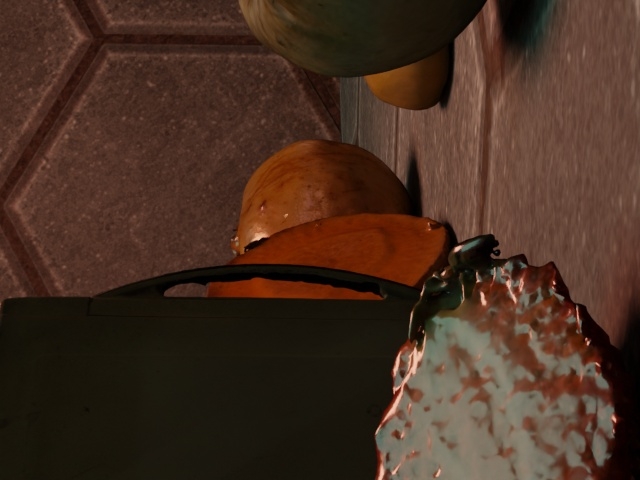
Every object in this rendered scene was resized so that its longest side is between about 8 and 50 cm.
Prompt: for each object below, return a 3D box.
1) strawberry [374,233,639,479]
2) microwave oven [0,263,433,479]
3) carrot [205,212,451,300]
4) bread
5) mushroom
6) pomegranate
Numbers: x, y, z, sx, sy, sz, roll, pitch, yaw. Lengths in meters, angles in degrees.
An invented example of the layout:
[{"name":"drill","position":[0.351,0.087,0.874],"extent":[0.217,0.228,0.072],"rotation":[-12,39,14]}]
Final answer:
[{"name":"strawberry","position":[0.114,0.119,0.763],"extent":[0.175,0.106,0.236],"rotation":[-21,64,47]},{"name":"microwave oven","position":[-0.057,0.219,1.157],"extent":[0.247,0.394,0.333],"rotation":[94,176,-51]},{"name":"carrot","position":[0.006,0.056,1.445],"extent":[0.307,0.258,0.100],"rotation":[-77,-26,-77]},{"name":"bread","position":[0.081,-0.242,1.522],"extent":[0.147,0.098,0.217],"rotation":[84,-173,-79]},{"name":"mushroom","position":[0.017,-0.290,1.105],"extent":[0.352,0.260,0.352],"rotation":[-174,90,-87]},{"name":"pomegranate","position":[0.000,0.000,1.802],"extent":[0.248,0.248,0.248],"rotation":[180,90,-88]}]
